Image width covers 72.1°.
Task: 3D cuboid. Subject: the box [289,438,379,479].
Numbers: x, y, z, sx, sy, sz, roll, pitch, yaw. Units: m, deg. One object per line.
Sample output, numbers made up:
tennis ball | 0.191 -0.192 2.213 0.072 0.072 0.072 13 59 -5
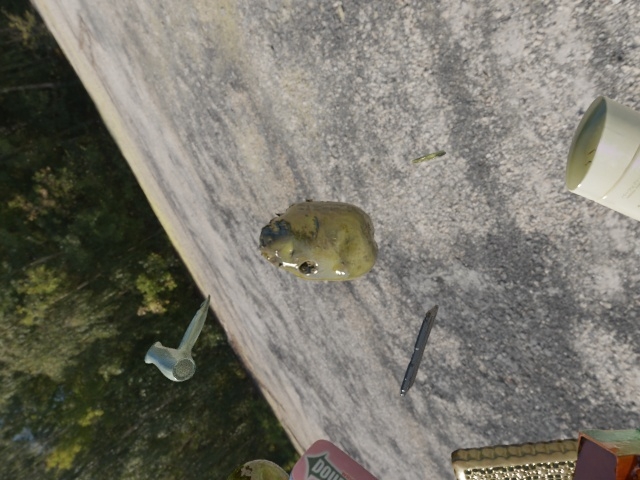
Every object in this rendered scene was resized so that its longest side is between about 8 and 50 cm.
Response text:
box | 0.014 0.536 0.772 0.190 0.112 0.370 29 126 27

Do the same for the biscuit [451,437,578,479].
biscuit | 0.318 0.332 0.583 0.029 0.254 0.172 -70 -39 -62

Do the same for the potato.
potato | 0.000 0.000 1.040 0.141 0.296 0.192 -174 86 -68

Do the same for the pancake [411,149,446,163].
pancake | 0.321 -0.247 1.301 0.108 0.108 0.017 -3 103 67

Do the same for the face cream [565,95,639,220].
face cream | 0.622 -0.123 0.821 0.081 0.348 0.174 -97 27 -72

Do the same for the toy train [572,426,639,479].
toy train | 0.306 0.211 0.340 0.176 0.118 0.074 -164 77 -78

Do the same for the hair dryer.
hair dryer | -0.373 0.250 1.201 0.206 0.237 0.075 6 151 48

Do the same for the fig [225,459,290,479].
fig | -0.178 0.687 1.138 0.207 0.229 0.207 -14 -90 -90

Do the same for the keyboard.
keyboard | 0.271 0.304 1.210 0.016 0.106 0.263 21 107 26
